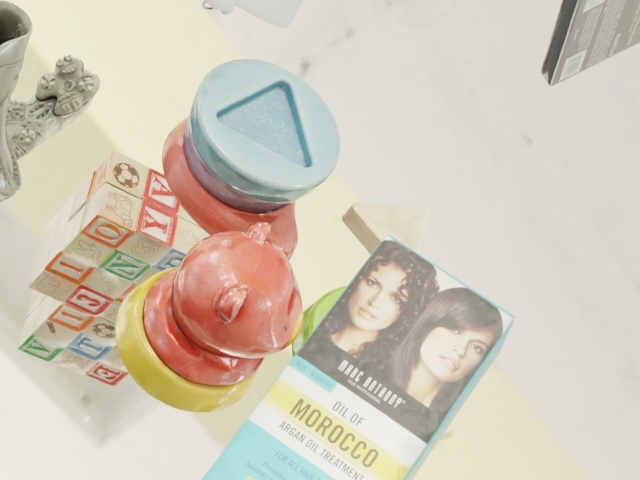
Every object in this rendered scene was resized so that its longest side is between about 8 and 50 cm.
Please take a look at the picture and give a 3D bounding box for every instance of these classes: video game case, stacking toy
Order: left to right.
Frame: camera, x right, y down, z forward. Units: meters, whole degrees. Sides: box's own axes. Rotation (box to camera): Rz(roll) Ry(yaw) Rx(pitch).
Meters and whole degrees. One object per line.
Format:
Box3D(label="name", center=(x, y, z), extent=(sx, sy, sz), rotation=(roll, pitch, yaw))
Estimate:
Box3D(label="stacking toy", center=(0.000, 0.000, 1.095), extent=(0.279, 0.309, 0.130), rotation=(20, -40, -20))
Box3D(label="video game case", center=(0.340, -0.252, 1.258), extent=(0.026, 0.274, 0.196), rotation=(60, -10, 18))

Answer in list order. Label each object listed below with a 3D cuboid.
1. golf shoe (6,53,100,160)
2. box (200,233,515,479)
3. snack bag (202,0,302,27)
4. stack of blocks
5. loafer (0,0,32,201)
Box3D(label="golf shoe", center=(-0.305, -0.116, 1.405), extent=(0.069, 0.176, 0.086), rotation=(53, -18, 9))
Box3D(label="box", center=(0.012, 0.121, 0.824), extent=(0.100, 0.244, 0.060), rotation=(33, -22, 11))
Box3D(label="snack bag", center=(-0.016, -0.335, 1.138), extent=(0.037, 0.342, 0.323), rotation=(33, -83, 19))
Box3D(label="stack of blocks", center=(-0.229, 0.041, 1.492), extent=(0.171, 0.087, 0.297), rotation=(26, -41, -23))
Box3D(label="loafer", center=(-0.299, -0.160, 1.159), extent=(0.111, 0.112, 0.319), rotation=(-16, -42, -8))
